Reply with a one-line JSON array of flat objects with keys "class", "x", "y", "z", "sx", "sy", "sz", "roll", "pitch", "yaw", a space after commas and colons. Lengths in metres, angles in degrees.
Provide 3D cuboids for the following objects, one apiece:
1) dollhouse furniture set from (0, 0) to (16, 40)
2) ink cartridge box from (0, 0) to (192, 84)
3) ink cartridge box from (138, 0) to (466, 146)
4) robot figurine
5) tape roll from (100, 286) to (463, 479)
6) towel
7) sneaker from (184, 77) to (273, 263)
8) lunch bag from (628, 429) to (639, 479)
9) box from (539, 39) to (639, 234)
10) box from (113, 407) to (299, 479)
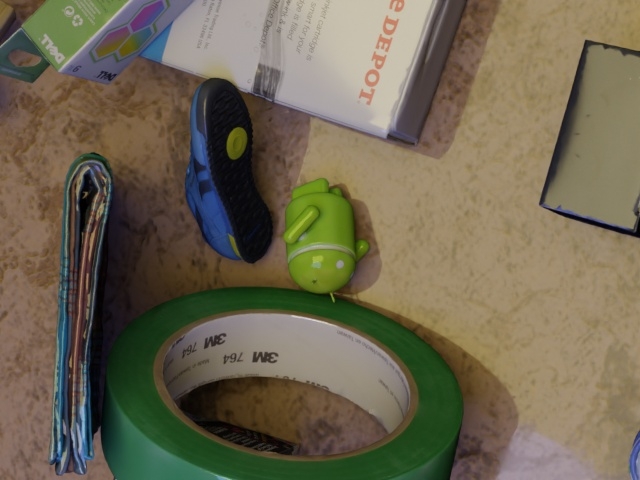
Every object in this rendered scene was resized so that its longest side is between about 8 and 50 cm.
[{"class": "dollhouse furniture set", "x": -0.346, "y": -0.291, "z": 1.956, "sx": 0.197, "sy": 0.151, "sz": 0.301, "roll": 34, "pitch": 79, "yaw": -7}, {"class": "ink cartridge box", "x": -0.201, "y": -0.201, "z": 1.760, "sx": 0.209, "sy": 0.109, "sz": 0.062, "roll": -42, "pitch": 77, "yaw": 12}, {"class": "ink cartridge box", "x": -0.024, "y": -0.242, "z": 1.832, "sx": 0.307, "sy": 0.129, "sz": 0.223, "roll": 20, "pitch": 93, "yaw": 16}, {"class": "robot figurine", "x": 0.000, "y": 0.000, "z": 1.840, "sx": 0.067, "sy": 0.101, "sz": 0.115, "roll": -18, "pitch": 58, "yaw": 26}, {"class": "tape roll", "x": -0.035, "y": 0.156, "z": 1.726, "sx": 0.321, "sy": 0.321, "sz": 0.077, "roll": 17, "pitch": 121, "yaw": 15}, {"class": "towel", "x": -0.212, "y": 0.060, "z": 1.757, "sx": 0.040, "sy": 0.370, "sz": 0.271, "roll": 4, "pitch": 89, "yaw": -4}, {"class": "sneaker", "x": -0.105, "y": -0.068, "z": 1.832, "sx": 0.082, "sy": 0.209, "sz": 0.069, "roll": 20, "pitch": 49, "yaw": 33}, {"class": "lunch bag", "x": 0.426, "y": 0.182, "z": 1.645, "sx": 0.303, "sy": 0.115, "sz": 0.243, "roll": -45, "pitch": 81, "yaw": 7}, {"class": "box", "x": 0.271, "y": -0.089, "z": 1.734, "sx": 0.093, "sy": 0.158, "sz": 0.156, "roll": 16, "pitch": 91, "yaw": 15}, {"class": "box", "x": -0.125, "y": 0.299, "z": 1.823, "sx": 0.142, "sy": 0.163, "sz": 0.247, "roll": 16, "pitch": 93, "yaw": 12}]
